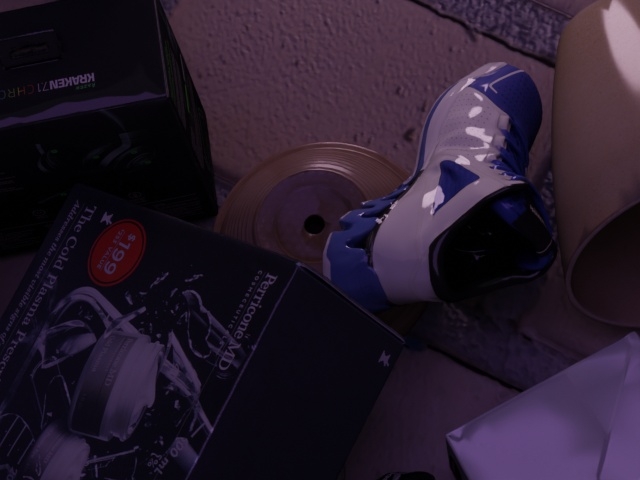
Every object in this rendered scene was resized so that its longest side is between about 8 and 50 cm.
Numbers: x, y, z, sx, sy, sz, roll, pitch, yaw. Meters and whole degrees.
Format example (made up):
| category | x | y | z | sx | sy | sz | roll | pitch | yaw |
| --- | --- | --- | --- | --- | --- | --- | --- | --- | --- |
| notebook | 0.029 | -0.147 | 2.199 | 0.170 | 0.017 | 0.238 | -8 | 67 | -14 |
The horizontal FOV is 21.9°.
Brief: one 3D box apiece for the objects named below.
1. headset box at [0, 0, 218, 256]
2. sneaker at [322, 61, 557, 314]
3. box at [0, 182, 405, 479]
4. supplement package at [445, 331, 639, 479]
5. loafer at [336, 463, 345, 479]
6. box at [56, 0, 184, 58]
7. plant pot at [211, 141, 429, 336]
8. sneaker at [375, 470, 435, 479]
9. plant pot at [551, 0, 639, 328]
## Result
| category | x | y | z | sx | sy | sz | roll | pitch | yaw |
| --- | --- | --- | --- | --- | --- | --- | --- | --- | --- |
| headset box | -0.249 | -0.114 | 1.621 | 0.246 | 0.283 | 0.131 | -11 | 66 | 4 |
| sneaker | 0.159 | -0.034 | 1.564 | 0.182 | 0.127 | 0.315 | 3 | 42 | 41 |
| box | -0.152 | 0.161 | 1.490 | 0.312 | 0.179 | 0.343 | 18 | 77 | 41 |
| supplement package | 0.263 | 0.257 | 1.513 | 0.204 | 0.145 | 0.262 | -28 | 70 | -3 |
| loafer | -0.082 | 0.317 | 1.553 | 0.112 | 0.111 | 0.319 | 29 | 78 | 15 |
| box | -0.235 | -0.287 | 1.678 | 0.087 | 0.290 | 0.169 | -26 | 73 | -1 |
| plant pot | 0.000 | 0.000 | 1.650 | 0.237 | 0.110 | 0.237 | -2 | 70 | 6 |
| sneaker | 0.106 | 0.352 | 1.498 | 0.108 | 0.121 | 0.302 | -9 | 66 | -34 |
| plant pot | 0.325 | -0.099 | 1.591 | 0.256 | 0.256 | 0.274 | -13 | 57 | 2 |
